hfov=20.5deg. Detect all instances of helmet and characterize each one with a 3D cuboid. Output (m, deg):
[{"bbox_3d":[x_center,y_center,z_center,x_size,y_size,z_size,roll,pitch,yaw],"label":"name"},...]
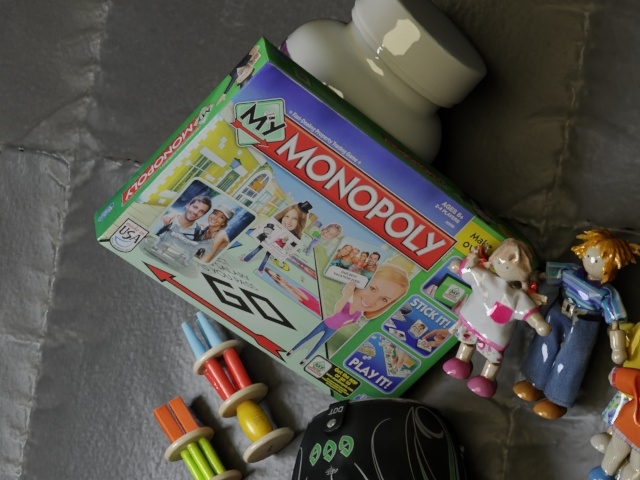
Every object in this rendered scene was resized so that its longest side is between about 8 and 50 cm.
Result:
[{"bbox_3d":[0.053,0.230,1.513,0.169,0.169,0.161,-18,60,27],"label":"helmet"}]

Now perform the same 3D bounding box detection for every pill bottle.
[{"bbox_3d":[-0.002,-0.087,1.561,0.301,0.169,0.169,-44,67,18],"label":"pill bottle"}]

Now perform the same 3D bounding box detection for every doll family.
[{"bbox_3d":[0.230,0.082,1.457,0.263,0.118,0.163,36,120,31],"label":"doll family"}]

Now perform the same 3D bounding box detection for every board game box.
[{"bbox_3d":[0.000,0.000,1.489,0.213,0.317,0.046,-45,29,19],"label":"board game box"}]

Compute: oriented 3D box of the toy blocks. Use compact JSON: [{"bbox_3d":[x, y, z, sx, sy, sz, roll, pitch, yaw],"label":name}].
[{"bbox_3d":[-0.108,0.154,1.661,0.123,0.054,0.148,-40,68,20],"label":"toy blocks"}]
